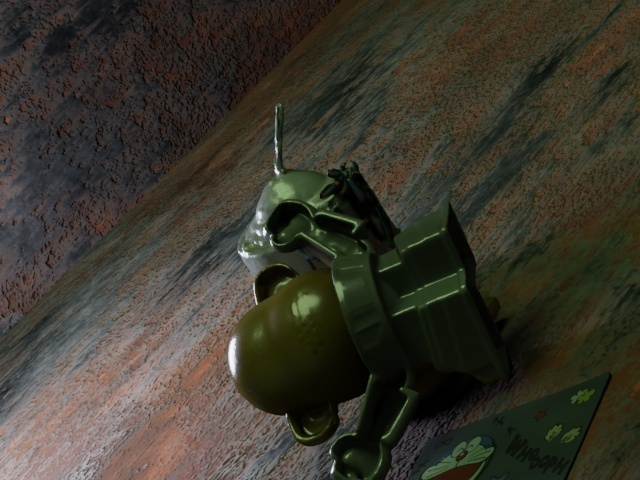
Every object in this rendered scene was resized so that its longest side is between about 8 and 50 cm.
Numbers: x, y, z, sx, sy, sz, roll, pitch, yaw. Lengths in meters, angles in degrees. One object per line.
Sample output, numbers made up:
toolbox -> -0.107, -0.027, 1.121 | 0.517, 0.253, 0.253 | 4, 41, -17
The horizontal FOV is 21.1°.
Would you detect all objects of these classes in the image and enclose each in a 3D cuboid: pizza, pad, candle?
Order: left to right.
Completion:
candle -> 0.000, 0.000, 2.070 | 0.187, 0.330, 0.187 | -29, 19, 11
pizza -> 0.107, 0.131, 1.943 | 0.182, 0.062, 0.161 | -52, 25, -23
pad -> 0.163, 0.213, 1.661 | 0.245, 0.006, 0.170 | -27, 19, 41

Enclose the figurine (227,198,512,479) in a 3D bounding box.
figurine -> 0.036, 0.094, 1.830 | 0.284, 0.167, 0.342 | -24, 39, 9
